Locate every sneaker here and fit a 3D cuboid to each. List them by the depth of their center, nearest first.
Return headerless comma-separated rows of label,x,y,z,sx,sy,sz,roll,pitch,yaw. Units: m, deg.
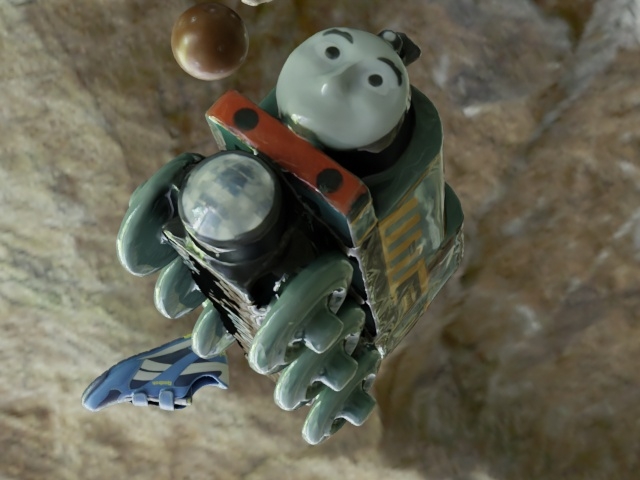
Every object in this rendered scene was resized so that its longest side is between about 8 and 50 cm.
sneaker,-0.151,0.133,1.165,0.144,0.059,0.053,-21,-14,-10

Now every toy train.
toy train,0.000,0.000,0.759,0.190,0.142,0.334,-51,-19,-12

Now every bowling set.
bowling set,-0.086,-0.222,0.897,0.287,0.154,0.200,21,-87,-21
